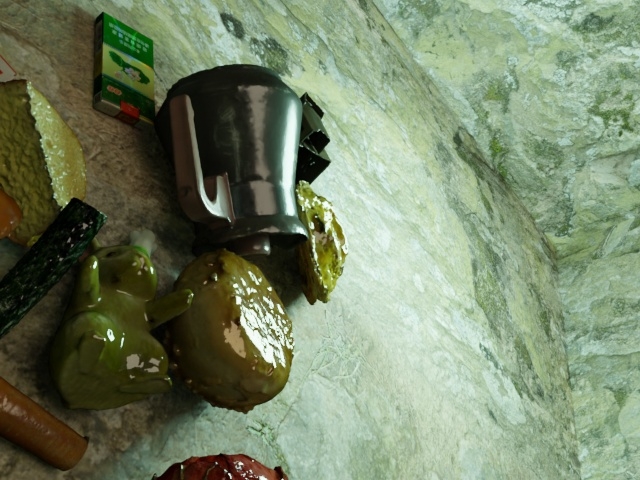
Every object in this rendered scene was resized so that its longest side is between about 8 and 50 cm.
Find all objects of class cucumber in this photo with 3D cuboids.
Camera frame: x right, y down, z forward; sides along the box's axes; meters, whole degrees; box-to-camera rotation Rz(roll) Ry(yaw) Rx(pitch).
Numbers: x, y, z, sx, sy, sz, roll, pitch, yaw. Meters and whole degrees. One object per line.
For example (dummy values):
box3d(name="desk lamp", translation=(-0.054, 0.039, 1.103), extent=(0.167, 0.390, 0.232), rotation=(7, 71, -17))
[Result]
box3d(name="cucumber", translation=(-0.423, 0.062, 0.967), extent=(0.067, 0.067, 0.294), rotation=(45, 70, -27))

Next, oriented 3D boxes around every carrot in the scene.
box3d(name="carrot", translation=(-0.424, 0.241, 0.927), extent=(0.225, 0.067, 0.067), rotation=(46, 36, -28))

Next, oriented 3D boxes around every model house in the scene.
box3d(name="model house", translation=(-0.093, -0.282, 1.667), extent=(0.211, 0.204, 0.243), rotation=(22, 34, -47))

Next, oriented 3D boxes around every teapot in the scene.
box3d(name="teapot", translation=(-0.177, -0.145, 1.331), extent=(0.376, 0.305, 0.362), rotation=(17, 60, -70))

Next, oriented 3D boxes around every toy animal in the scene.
box3d(name="toy animal", translation=(-0.324, 0.083, 1.075), extent=(0.181, 0.180, 0.363), rotation=(30, 43, -35))

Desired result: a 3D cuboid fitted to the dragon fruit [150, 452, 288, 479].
box3d(name="dragon fruit", translation=(-0.146, 0.462, 0.970), extent=(0.295, 0.295, 0.302), rotation=(27, 44, -44))

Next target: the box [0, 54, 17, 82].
box3d(name="box", translation=(-0.594, -0.255, 1.046), extent=(0.123, 0.050, 0.229), rotation=(53, 34, -18))

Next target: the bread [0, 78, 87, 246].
box3d(name="bread", translation=(-0.457, -0.124, 1.075), extent=(0.134, 0.129, 0.261), rotation=(-29, 104, -77))

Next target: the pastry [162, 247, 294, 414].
box3d(name="pastry", translation=(-0.175, 0.168, 1.220), extent=(0.285, 0.184, 0.316), rotation=(57, 13, -21))

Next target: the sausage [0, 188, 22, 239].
box3d(name="sausage", translation=(-0.542, -0.082, 0.948), extent=(0.238, 0.098, 0.098), rotation=(41, 38, -20))

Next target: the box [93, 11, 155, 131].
box3d(name="box", translation=(-0.405, -0.350, 1.395), extent=(0.132, 0.034, 0.235), rotation=(23, 50, -46))

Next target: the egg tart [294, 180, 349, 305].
box3d(name="egg tart", translation=(0.000, 0.000, 1.538), extent=(0.297, 0.132, 0.297), rotation=(167, -90, -88))
